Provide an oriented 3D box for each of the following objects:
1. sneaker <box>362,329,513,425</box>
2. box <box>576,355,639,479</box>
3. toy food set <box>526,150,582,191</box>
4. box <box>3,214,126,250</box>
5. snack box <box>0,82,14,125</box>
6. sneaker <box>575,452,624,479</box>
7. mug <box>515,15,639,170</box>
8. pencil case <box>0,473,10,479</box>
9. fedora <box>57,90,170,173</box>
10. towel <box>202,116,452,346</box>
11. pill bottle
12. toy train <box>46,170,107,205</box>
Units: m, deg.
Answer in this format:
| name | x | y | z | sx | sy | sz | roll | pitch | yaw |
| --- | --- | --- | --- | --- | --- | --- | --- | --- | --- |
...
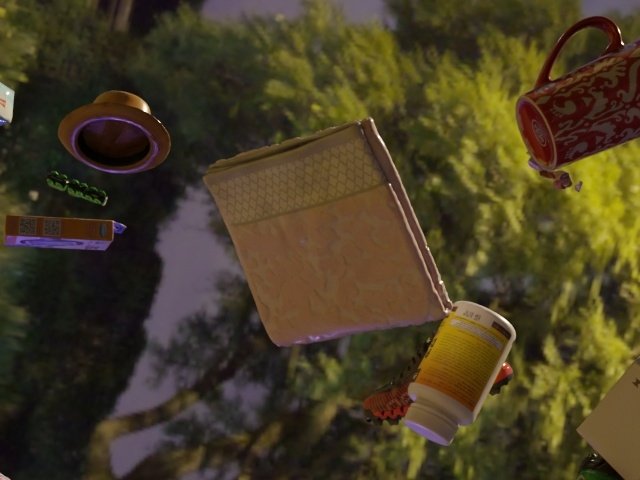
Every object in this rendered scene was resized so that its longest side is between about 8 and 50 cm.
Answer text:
| name | x | y | z | sx | sy | sz | roll | pitch | yaw |
| --- | --- | --- | --- | --- | --- | --- | --- | --- | --- |
| sneaker | 0.187 | 0.230 | 1.896 | 0.135 | 0.276 | 0.097 | 67 | 21 | 1 |
| box | 0.564 | 0.226 | 1.548 | 0.215 | 0.345 | 0.168 | 47 | -44 | 21 |
| toy food set | 0.447 | -0.127 | 2.126 | 0.019 | 0.122 | 0.078 | -55 | 166 | -10 |
| box | -0.297 | -0.008 | 1.279 | 0.081 | 0.136 | 0.028 | 154 | -60 | -71 |
| snack box | -0.626 | -0.195 | 1.575 | 0.322 | 0.187 | 0.060 | -12 | -116 | 26 |
| sneaker | 0.407 | 0.470 | 1.614 | 0.134 | 0.344 | 0.146 | 14 | -132 | 41 |
| mug | 0.309 | -0.163 | 1.254 | 0.113 | 0.169 | 0.150 | 76 | -14 | -48 |
| pencil case | -0.539 | 0.279 | 1.473 | 0.124 | 0.284 | 0.124 | -37 | -166 | 11 |
| fedora | -0.334 | -0.187 | 1.806 | 0.194 | 0.194 | 0.079 | 125 | -25 | -55 |
| towel | 0.000 | 0.000 | 1.627 | 0.331 | 0.317 | 0.053 | -13 | -164 | 40 |
| pill bottle | 0.216 | 0.213 | 1.750 | 0.215 | 0.117 | 0.117 | -60 | -170 | -16 |
| toy train | -0.298 | -0.062 | 1.349 | 0.024 | 0.083 | 0.017 | 92 | 22 | -64 |
